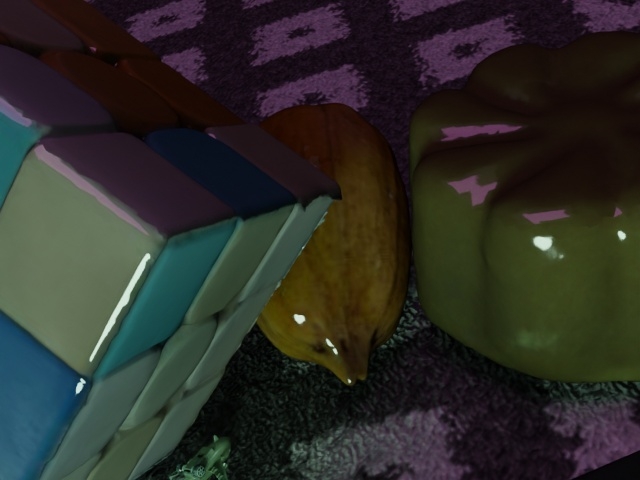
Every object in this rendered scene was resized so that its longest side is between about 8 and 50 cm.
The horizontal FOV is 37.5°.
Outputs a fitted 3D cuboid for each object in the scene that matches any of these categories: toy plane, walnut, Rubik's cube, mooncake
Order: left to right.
[{"bbox_3d":[-0.248,0.012,0.796,0.344,0.346,0.347,36,17,13],"label":"Rubik's cube"},{"bbox_3d":[-0.113,0.219,0.910,0.080,0.033,0.083,-6,36,42],"label":"toy plane"},{"bbox_3d":[0.000,0.000,1.003,0.209,0.209,0.336,-16,57,5],"label":"walnut"},{"bbox_3d":[0.261,-0.052,0.915,0.378,0.201,0.378,-7,37,5],"label":"mooncake"}]

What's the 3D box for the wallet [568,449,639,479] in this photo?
[{"bbox_3d":[0.249,0.228,0.723,0.250,0.044,0.149,-23,32,-3],"label":"wallet"}]
